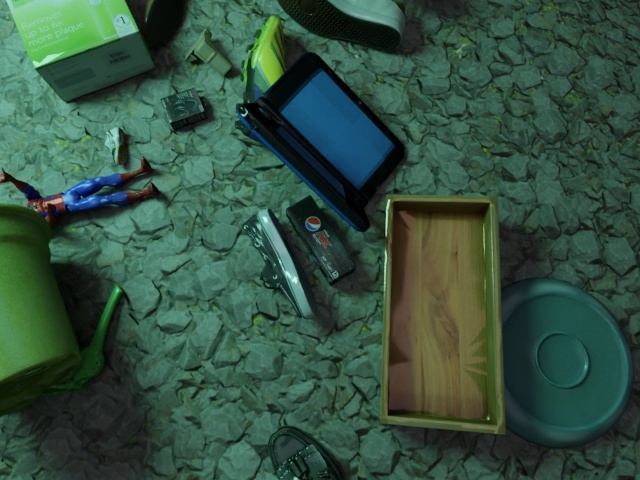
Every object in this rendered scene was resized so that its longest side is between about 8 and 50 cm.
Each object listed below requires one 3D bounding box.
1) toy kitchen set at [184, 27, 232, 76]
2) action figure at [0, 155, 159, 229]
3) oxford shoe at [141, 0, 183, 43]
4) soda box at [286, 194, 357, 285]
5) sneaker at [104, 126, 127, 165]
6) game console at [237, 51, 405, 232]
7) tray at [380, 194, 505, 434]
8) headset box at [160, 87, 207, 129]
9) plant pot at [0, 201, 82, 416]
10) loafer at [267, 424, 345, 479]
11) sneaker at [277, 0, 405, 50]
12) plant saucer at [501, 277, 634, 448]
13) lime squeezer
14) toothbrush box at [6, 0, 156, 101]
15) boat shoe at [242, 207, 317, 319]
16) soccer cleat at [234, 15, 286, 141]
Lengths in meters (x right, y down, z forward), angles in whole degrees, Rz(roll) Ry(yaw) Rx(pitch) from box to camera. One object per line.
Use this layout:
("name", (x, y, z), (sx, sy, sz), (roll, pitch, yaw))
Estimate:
("toy kitchen set", (-0.241, -0.395, 0.964), (0.068, 0.075, 0.083), (-38, 39, 24))
("action figure", (-0.461, -0.090, 0.817), (0.281, 0.139, 0.091), (-21, 77, -6))
("oxford shoe", (-0.349, -0.517, 0.974), (0.076, 0.076, 0.212), (6, 70, 23))
("soda box", (0.000, 0.000, 0.860), (0.060, 0.053, 0.168), (-30, 80, -11))
("sneaker", (-0.414, -0.186, 0.899), (0.037, 0.032, 0.083), (-12, 71, 8))
("game console", (0.025, -0.193, 0.816), (0.293, 0.250, 0.173), (42, 103, -12))
("tray", (0.217, 0.121, 0.817), (0.203, 0.076, 0.409), (2, 76, 8))
("headset box", (-0.278, -0.274, 0.925), (0.084, 0.032, 0.062), (-22, 78, -7))
("plant pot", (-0.506, 0.124, 0.677), (0.276, 0.276, 0.253), (-33, 77, -11))
("loafer", (0.007, 0.427, 0.734), (0.096, 0.084, 0.267), (-35, 80, -11))
("sneaker", (0.048, -0.518, 0.980), (0.291, 0.106, 0.122), (18, 68, -8))
("plant saucer", (0.442, 0.222, 0.836), (0.319, 0.043, 0.316), (1, 75, -3))
("lime squeezer", (-0.453, 0.219, 0.775), (0.310, 0.059, 0.110), (-42, 82, -11))
("toothbrush box", (-0.501, -0.463, 0.915), (0.207, 0.122, 0.283), (-25, 77, -10))
("boat shoe", (-0.082, 0.051, 0.834), (0.076, 0.080, 0.228), (-28, 81, 8))
("soccer cleat", (-0.102, -0.333, 0.935), (0.121, 0.093, 0.288), (14, 70, -26))
